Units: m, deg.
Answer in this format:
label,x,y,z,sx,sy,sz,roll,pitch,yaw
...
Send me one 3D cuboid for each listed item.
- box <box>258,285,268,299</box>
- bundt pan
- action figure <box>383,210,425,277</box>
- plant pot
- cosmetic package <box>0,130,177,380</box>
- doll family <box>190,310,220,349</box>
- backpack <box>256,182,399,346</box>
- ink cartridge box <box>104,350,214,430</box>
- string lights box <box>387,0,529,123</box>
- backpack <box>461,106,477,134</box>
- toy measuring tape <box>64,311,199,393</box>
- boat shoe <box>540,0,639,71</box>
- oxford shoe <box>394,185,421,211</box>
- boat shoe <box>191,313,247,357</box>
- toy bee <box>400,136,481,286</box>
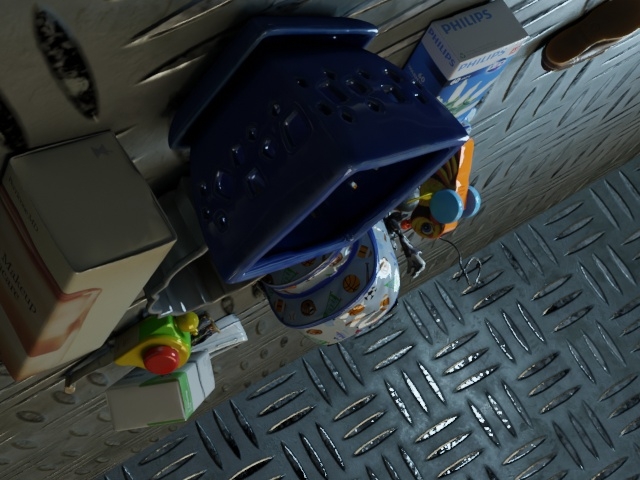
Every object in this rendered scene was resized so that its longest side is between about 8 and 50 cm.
label,x,y,z,sx,sy,sz,roll,pitch,yaw
box,-0.043,0.078,2.013,0.183,0.059,0.233,-31,167,1
bundt pan,-0.130,-0.026,1.258,0.330,0.124,0.331,-30,168,-7
action figure,0.127,0.041,1.880,0.164,0.141,0.276,-20,-153,30
plant pot,-0.018,-0.116,0.975,0.236,0.212,0.236,-17,162,-49
cosmetic package,-0.299,0.027,0.999,0.129,0.153,0.296,-23,163,-40
doll family,-0.283,0.204,1.896,0.111,0.076,0.193,-35,171,-7
backpack,0.007,0.036,1.502,0.276,0.263,0.213,-37,148,17
ink cartridge box,-0.327,0.309,1.812,0.160,0.093,0.219,-10,-175,10
string lights box,0.186,-0.239,1.304,0.133,0.077,0.260,-25,165,-25
backpack,0.215,-0.202,1.499,0.114,0.084,0.105,-33,170,-10
toy measuring tape,-0.360,0.235,1.726,0.330,0.121,0.121,-33,168,21
boat shoe,0.488,-0.368,1.558,0.207,0.073,0.073,-25,169,1
oxford shoe,0.232,-0.126,1.914,0.212,0.076,0.076,-25,-168,-24
boat shoe,-0.298,0.277,2.105,0.258,0.084,0.095,-32,168,0
toy bee,0.234,-0.067,1.788,0.162,0.298,0.195,4,172,36
